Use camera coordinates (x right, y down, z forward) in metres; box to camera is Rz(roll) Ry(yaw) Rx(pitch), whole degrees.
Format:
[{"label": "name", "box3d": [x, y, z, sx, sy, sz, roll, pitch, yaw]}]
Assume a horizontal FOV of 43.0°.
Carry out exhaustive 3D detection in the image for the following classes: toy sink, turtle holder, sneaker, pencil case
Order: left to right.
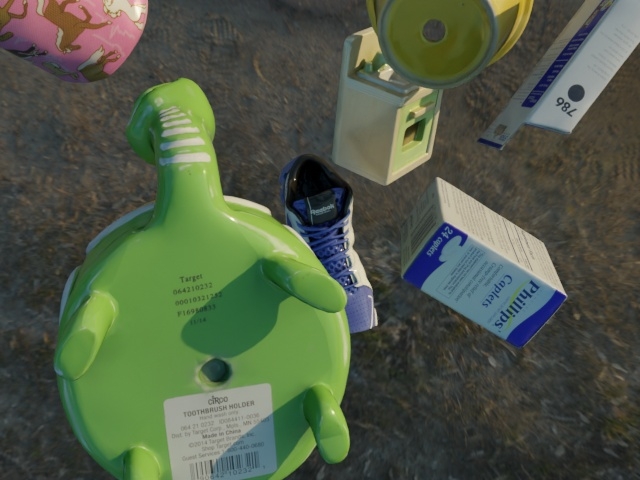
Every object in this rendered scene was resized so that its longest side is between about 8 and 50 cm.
[{"label": "pencil case", "box3d": [-0.337, -0.291, 0.771, 0.167, 0.386, 0.160, 32, 94, 29]}, {"label": "turtle holder", "box3d": [-0.120, 0.056, 0.696, 0.243, 0.227, 0.320, -35, 113, -1]}, {"label": "sneaker", "box3d": [0.000, -0.001, 1.298, 0.127, 0.182, 0.316, -15, 84, -2]}, {"label": "toy sink", "box3d": [0.125, -0.239, 1.409, 0.131, 0.153, 0.234, 27, 128, 29]}]

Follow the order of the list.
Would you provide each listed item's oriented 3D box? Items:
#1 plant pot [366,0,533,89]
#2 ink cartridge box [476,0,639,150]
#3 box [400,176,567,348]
[{"label": "plant pot", "box3d": [0.179, -0.340, 1.177, 0.254, 0.239, 0.254, 7, 124, 11]}, {"label": "ink cartridge box", "box3d": [0.344, -0.241, 1.072, 0.065, 0.165, 0.333, 37, 100, -7]}, {"label": "box", "box3d": [0.151, 0.019, 0.782, 0.137, 0.126, 0.072, 31, 112, -8]}]
